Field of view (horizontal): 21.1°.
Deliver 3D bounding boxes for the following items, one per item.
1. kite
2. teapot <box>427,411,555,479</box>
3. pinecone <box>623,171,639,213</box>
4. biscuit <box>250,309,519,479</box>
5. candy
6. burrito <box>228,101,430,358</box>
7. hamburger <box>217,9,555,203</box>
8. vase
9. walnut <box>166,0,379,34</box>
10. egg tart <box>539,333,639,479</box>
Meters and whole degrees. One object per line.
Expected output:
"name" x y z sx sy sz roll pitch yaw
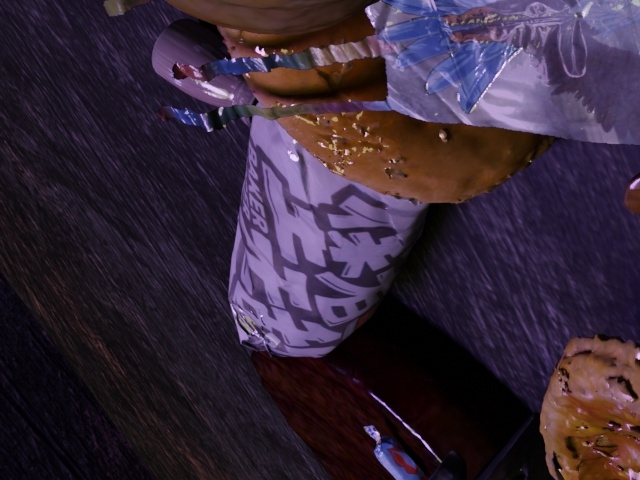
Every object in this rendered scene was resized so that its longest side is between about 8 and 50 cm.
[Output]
"kite" 0.032 -0.116 0.901 0.309 0.015 0.169 0 133 20
"teapot" 0.206 0.292 1.293 0.337 0.200 0.270 40 163 7
"pinecone" 0.237 0.026 0.686 0.229 0.202 0.201 156 104 -71
"biscuit" 0.097 0.202 1.587 0.407 0.091 0.407 42 164 15
"candy" 0.065 0.185 1.430 0.083 0.020 0.030 51 165 -18
"burrito" 0.000 0.000 1.309 0.139 0.101 0.445 22 153 3
"hamburger" 0.021 -0.116 0.998 0.262 0.131 0.124 50 165 -24
"vase" -0.078 -0.128 1.331 0.100 0.053 0.053 34 159 26
"walnut" -0.020 -0.224 0.693 0.283 0.227 0.283 58 179 1
"egg tart" 0.259 0.157 1.062 0.290 0.115 0.290 43 162 18
